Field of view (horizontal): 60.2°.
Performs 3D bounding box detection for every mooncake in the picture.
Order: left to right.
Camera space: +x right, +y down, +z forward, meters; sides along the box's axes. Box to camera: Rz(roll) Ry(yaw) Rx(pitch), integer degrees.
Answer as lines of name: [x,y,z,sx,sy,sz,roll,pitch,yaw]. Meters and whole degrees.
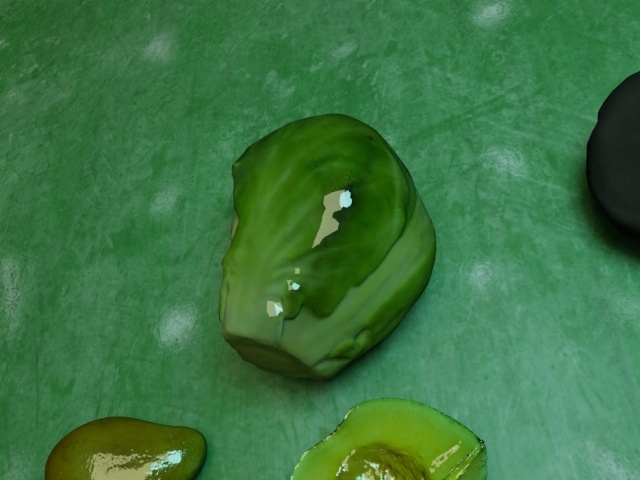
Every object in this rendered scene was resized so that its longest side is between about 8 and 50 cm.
mooncake: [0.517,-0.115,0.752,0.283,0.141,0.283,-16,64,36]

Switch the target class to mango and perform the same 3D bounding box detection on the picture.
mango: [-0.274,0.315,0.775,0.227,0.099,0.136,-6,52,2]

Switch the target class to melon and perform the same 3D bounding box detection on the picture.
melon: [0.071,0.311,0.676,0.265,0.129,0.169,-40,36,-6]

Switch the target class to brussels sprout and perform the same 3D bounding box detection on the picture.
brussels sprout: [0.000,0.000,0.779,0.315,0.276,0.371,-3,60,17]
